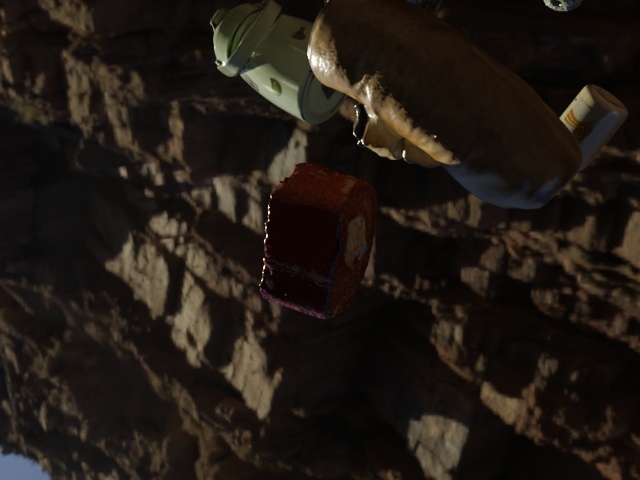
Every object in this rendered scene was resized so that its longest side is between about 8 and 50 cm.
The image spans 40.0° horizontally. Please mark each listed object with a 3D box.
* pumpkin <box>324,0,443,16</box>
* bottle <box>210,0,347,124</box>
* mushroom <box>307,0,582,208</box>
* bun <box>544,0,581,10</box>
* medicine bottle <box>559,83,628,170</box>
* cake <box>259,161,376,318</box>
[{"bbox_3d":[0.156,-0.628,2.160,0.241,0.323,0.323,-4,-158,-41],"label":"pumpkin"},{"bbox_3d":[-0.108,-0.439,2.036,0.352,0.229,0.229,33,-138,25],"label":"bottle"},{"bbox_3d":[0.206,-0.220,1.333,0.224,0.313,0.397,-49,-131,-9],"label":"mushroom"},{"bbox_3d":[0.415,-0.425,1.518,0.083,0.083,0.045,19,-108,36],"label":"bun"},{"bbox_3d":[0.552,-0.213,1.928,0.114,0.252,0.114,25,-150,-15],"label":"medicine bottle"},{"bbox_3d":[0.000,0.000,1.545,0.151,0.283,0.177,15,-151,19],"label":"cake"}]
